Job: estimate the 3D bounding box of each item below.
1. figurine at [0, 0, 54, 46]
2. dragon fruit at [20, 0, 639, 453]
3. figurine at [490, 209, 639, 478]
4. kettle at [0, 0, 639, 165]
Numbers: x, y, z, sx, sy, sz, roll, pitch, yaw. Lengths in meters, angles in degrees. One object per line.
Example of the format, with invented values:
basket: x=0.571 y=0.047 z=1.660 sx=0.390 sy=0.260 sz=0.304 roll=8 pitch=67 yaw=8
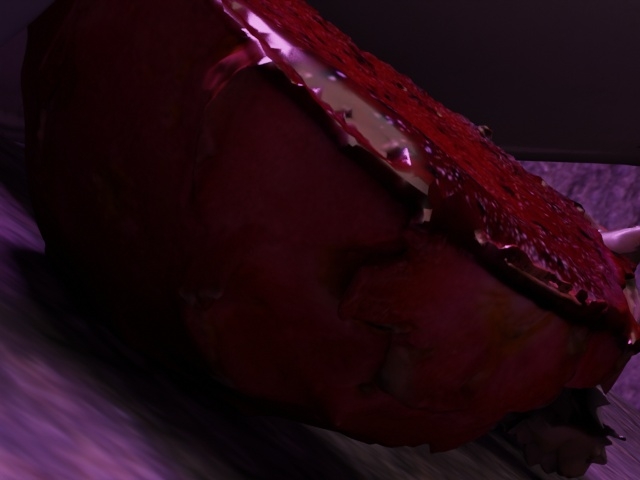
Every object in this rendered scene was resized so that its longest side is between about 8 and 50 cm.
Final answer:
figurine: x=-0.116 y=-0.168 z=0.476 sx=0.224 sy=0.205 sz=0.382 roll=50 pitch=23 yaw=-14
dragon fruit: x=0.000 y=0.000 z=0.689 sx=0.262 sy=0.189 sz=0.163 roll=30 pitch=46 yaw=-30
figurine: x=0.137 y=0.038 z=1.228 sx=0.207 sy=0.166 sz=0.387 roll=56 pitch=10 yaw=8
kettle: x=0.007 y=-0.126 z=0.924 sx=0.377 sy=0.361 sz=0.250 roll=3 pitch=56 yaw=-38
